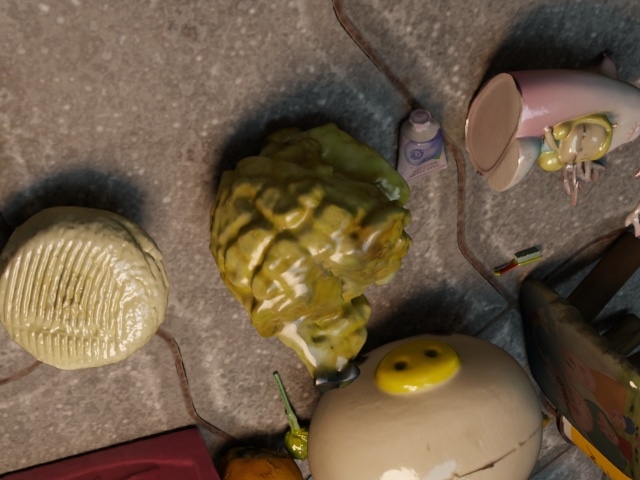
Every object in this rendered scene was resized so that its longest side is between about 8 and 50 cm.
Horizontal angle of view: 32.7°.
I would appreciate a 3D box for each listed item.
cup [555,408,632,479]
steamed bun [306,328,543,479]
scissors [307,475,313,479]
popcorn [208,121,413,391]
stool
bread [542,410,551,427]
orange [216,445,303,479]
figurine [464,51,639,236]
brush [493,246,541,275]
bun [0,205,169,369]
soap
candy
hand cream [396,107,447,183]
[{"bbox_3d":[0.569,0.360,2.000,0.196,0.280,0.196,-13,126,-18],"label":"cup"},{"bbox_3d":[0.161,0.304,1.711,0.373,0.334,0.334,-17,134,-12],"label":"steamed bun"},{"bbox_3d":[0.097,0.412,1.935,0.256,0.125,0.030,-32,146,-18],"label":"scissors"},{"bbox_3d":[-0.004,-0.006,1.415,0.292,0.237,0.293,-11,129,-14],"label":"popcorn"},{"bbox_3d":[0.507,0.188,1.812,0.226,0.310,0.310,-30,136,-13],"label":"stool"},{"bbox_3d":[0.315,0.358,1.985,0.132,0.103,0.172,10,121,-33],"label":"bread"},{"bbox_3d":[-0.104,0.399,1.778,0.154,0.154,0.134,-20,108,-10],"label":"orange"},{"bbox_3d":[0.371,-0.133,1.548,0.315,0.206,0.284,-6,125,-15],"label":"figurine"},{"bbox_3d":[0.316,0.034,1.766,0.083,0.019,0.021,-23,125,-8],"label":"brush"},{"bbox_3d":[-0.298,0.049,1.382,0.220,0.134,0.221,0,111,-1],"label":"bun"},{"bbox_3d":[-0.322,0.437,1.637,0.359,0.233,0.128,-12,130,-17],"label":"soap"},{"bbox_3d":[-0.047,0.285,1.783,0.058,0.062,0.194,5,131,27],"label":"candy"},{"bbox_3d":[0.141,-0.127,1.521,0.084,0.053,0.142,-22,145,-9],"label":"hand cream"}]
